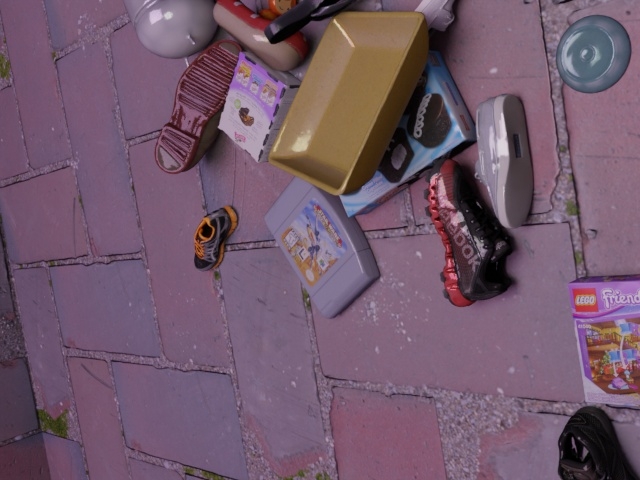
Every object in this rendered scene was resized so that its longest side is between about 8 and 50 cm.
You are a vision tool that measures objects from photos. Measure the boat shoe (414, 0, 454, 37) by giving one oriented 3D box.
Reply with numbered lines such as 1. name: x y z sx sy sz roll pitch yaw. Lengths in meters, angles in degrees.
1. boat shoe: 0.204 -0.398 1.258 0.063 0.066 0.184 53 129 4

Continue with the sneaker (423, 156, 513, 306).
1. sneaker: 0.268 -0.018 1.252 0.135 0.098 0.276 -7 98 45

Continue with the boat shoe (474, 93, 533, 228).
1. boat shoe: 0.307 -0.133 1.214 0.081 0.079 0.227 -2 93 54

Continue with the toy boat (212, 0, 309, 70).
1. toy boat: -0.108 -0.470 1.511 0.231 0.151 0.151 42 97 30

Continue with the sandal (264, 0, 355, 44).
1. sandal: 0.010 -0.452 1.369 0.254 0.097 0.054 -32 89 15

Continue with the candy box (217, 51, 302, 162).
1. candy box: -0.137 -0.302 1.603 0.165 0.070 0.196 42 125 29

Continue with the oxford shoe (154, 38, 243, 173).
1. oxford shoe: -0.283 -0.323 1.711 0.123 0.130 0.348 36 104 8

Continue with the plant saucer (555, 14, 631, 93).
1. plant saucer: 0.418 -0.289 1.100 0.119 0.021 0.119 11 106 42

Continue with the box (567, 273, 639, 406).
1. box: 0.534 0.150 1.062 0.293 0.057 0.201 -6 96 45

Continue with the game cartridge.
1. game cartridge: 0.000 0.000 1.554 0.297 0.062 0.198 57 136 19

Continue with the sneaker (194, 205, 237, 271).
1. sneaker: -0.289 -0.001 1.813 0.084 0.083 0.215 46 129 25

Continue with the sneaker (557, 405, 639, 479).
1. sneaker: 0.456 0.396 1.146 0.087 0.130 0.227 -32 79 45

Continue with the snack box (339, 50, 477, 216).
1. snack box: 0.136 -0.197 1.367 0.322 0.060 0.187 -34 74 43

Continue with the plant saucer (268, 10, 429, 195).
1. plant saucer: 0.058 -0.253 1.311 0.332 0.081 0.333 -64 31 4

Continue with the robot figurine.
1. robot figurine: -0.365 -0.581 1.671 0.300 0.200 0.353 102 145 -77
